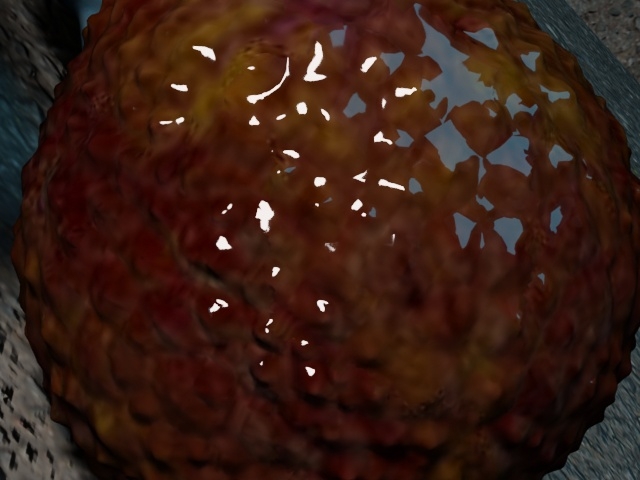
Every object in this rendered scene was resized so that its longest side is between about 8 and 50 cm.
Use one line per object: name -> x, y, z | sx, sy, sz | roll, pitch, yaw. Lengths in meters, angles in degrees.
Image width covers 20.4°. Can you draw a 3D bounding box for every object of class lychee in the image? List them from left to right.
lychee -> 0.000, 0.000, 0.712 | 0.260, 0.261, 0.260 | 45, 20, -21

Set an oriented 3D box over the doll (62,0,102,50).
doll -> -0.060, -0.162, 0.979 | 0.376, 0.187, 0.365 | -4, 43, -36
